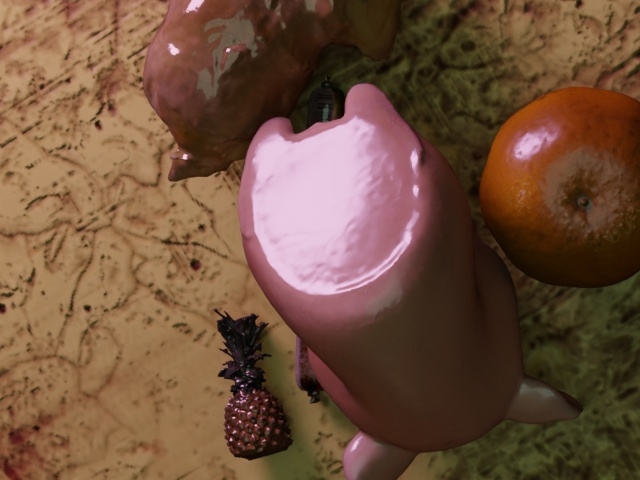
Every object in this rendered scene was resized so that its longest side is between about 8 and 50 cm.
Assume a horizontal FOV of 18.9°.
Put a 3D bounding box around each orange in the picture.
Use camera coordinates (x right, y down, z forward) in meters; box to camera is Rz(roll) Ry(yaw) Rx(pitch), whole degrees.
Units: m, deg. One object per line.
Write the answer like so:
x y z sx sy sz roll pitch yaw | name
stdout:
0.201 -0.042 1.482 0.159 0.136 0.159 1 101 4 | orange

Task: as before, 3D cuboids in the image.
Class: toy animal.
0.050 0.043 1.474 0.195 0.256 0.213 -25 46 12 | toy animal

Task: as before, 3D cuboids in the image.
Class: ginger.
-0.047 -0.164 1.501 0.267 0.138 0.152 -43 77 8 | ginger

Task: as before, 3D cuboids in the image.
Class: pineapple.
-0.060 0.116 1.574 0.058 0.058 0.124 -13 78 8 | pineapple

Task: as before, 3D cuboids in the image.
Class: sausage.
-0.001 0.000 1.561 0.033 0.033 0.269 3 95 7 | sausage
